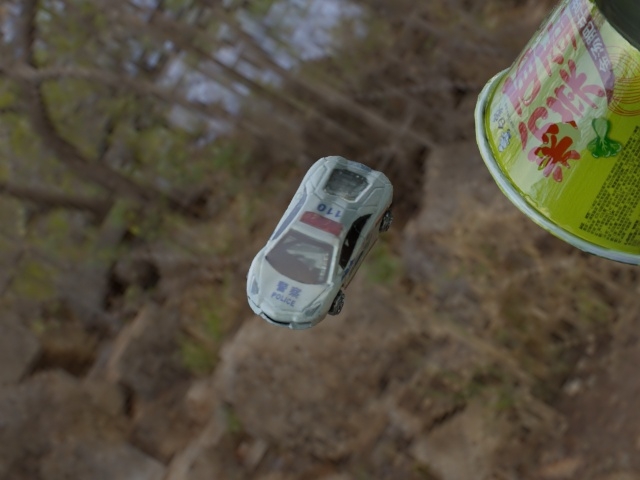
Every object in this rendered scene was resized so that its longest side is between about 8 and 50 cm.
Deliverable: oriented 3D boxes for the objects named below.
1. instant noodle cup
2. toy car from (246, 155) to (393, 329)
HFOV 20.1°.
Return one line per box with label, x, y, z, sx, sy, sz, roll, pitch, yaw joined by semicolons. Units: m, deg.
instant noodle cup;0.334;-0.159;1.844;0.311;0.311;0.221;-54;-7;-46
toy car;0.000;0.000;1.730;0.056;0.095;0.205;99;-162;-50
